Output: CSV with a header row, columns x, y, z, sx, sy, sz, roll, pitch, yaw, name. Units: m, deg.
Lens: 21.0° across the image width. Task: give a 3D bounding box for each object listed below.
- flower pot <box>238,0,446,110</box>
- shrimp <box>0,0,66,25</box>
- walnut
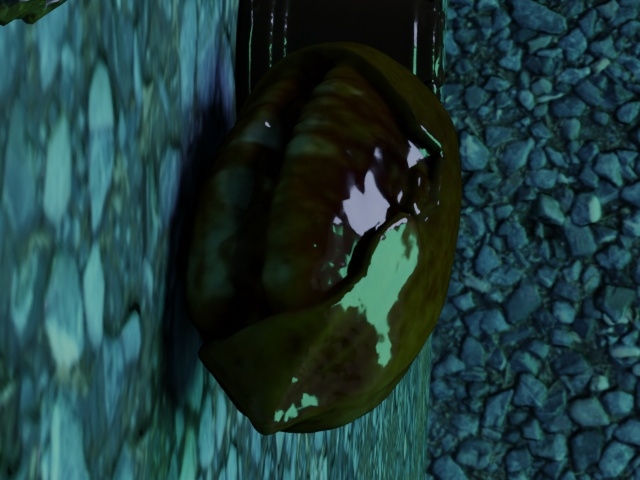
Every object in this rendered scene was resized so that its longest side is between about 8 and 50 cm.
x,y,z,sx,sy,sz,roll,pitch,yaw,name
0.013,-0.083,0.811,0.111,0.089,0.111,1,90,-83,flower pot
-0.063,-0.139,0.329,0.253,0.058,0.173,79,23,-70,shrimp
0.000,0.000,0.684,0.207,0.115,0.116,-71,163,-45,walnut
